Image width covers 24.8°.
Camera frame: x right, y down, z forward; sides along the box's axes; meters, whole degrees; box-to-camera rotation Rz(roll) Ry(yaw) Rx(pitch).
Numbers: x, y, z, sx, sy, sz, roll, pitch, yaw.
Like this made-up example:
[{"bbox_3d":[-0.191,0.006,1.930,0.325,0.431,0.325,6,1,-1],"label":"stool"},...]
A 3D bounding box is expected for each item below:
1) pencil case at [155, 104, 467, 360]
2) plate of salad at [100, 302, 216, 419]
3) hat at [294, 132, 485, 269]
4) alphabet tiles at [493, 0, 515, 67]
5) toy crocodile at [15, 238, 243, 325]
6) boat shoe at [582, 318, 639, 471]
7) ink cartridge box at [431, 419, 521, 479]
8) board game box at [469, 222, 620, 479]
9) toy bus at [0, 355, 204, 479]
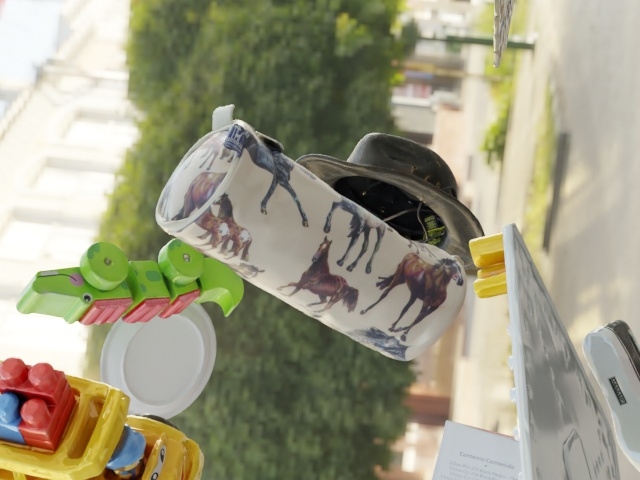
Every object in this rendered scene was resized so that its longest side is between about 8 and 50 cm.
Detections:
[{"bbox_3d":[0.000,0.000,1.872,0.160,0.410,0.183,2,64,62],"label":"pencil case"},{"bbox_3d":[-0.243,0.171,2.164,0.048,0.200,0.199,19,107,50],"label":"plate of salad"},{"bbox_3d":[0.119,-0.081,2.257,0.331,0.331,0.134,89,-159,-65],"label":"hat"},{"bbox_3d":[0.282,-0.427,2.128,0.342,0.011,0.285,70,-149,-71],"label":"alphabet tiles"},{"bbox_3d":[-0.260,0.070,2.020,0.115,0.341,0.105,-42,63,40],"label":"toy crocodile"},{"bbox_3d":[0.429,0.211,1.959,0.078,0.070,0.219,-23,88,54],"label":"boat shoe"},{"bbox_3d":[0.233,0.312,1.781,0.309,0.130,0.271,36,-112,-67],"label":"ink cartridge box"},{"bbox_3d":[0.230,0.246,1.390,0.390,0.050,0.390,59,-156,-42],"label":"board game box"},{"bbox_3d":[-0.239,0.197,1.428,0.211,0.220,0.149,87,-163,-52],"label":"toy bus"}]
